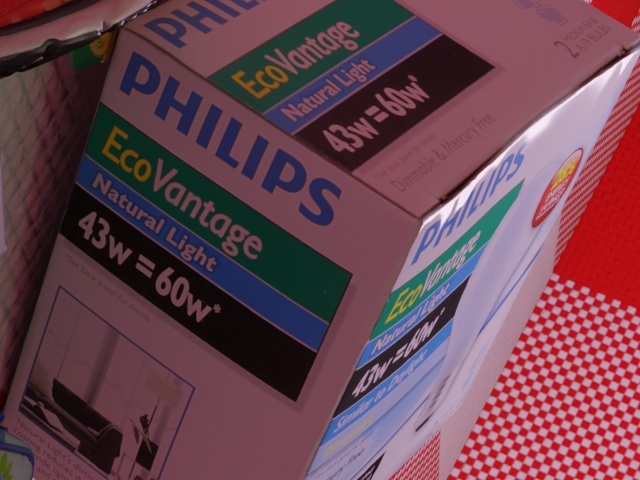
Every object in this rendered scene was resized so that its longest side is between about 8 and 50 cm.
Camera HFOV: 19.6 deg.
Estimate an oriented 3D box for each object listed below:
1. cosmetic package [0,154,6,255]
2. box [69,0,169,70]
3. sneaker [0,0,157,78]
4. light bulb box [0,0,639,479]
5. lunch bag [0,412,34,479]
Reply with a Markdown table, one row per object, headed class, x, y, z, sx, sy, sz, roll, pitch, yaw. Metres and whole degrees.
| class | x | y | z | sx | sy | sz | roll | pitch | yaw |
| --- | --- | --- | --- | --- | --- | --- | --- | --- | --- |
| cosmetic package | -0.209 | -0.066 | 0.766 | 0.107 | 0.127 | 0.238 | -55 | 163 | -36 |
| box | -0.107 | -0.181 | 1.115 | 0.179 | 0.043 | 0.105 | -51 | 160 | -51 |
| sneaker | -0.128 | -0.170 | 0.971 | 0.279 | 0.118 | 0.107 | -38 | -166 | -29 |
| light bulb box | 0.000 | 0.000 | 1.278 | 0.358 | 0.225 | 0.361 | -37 | 156 | -51 |
| lunch bag | -0.251 | 0.165 | 1.045 | 0.176 | 0.090 | 0.219 | -64 | 165 | -5 |
